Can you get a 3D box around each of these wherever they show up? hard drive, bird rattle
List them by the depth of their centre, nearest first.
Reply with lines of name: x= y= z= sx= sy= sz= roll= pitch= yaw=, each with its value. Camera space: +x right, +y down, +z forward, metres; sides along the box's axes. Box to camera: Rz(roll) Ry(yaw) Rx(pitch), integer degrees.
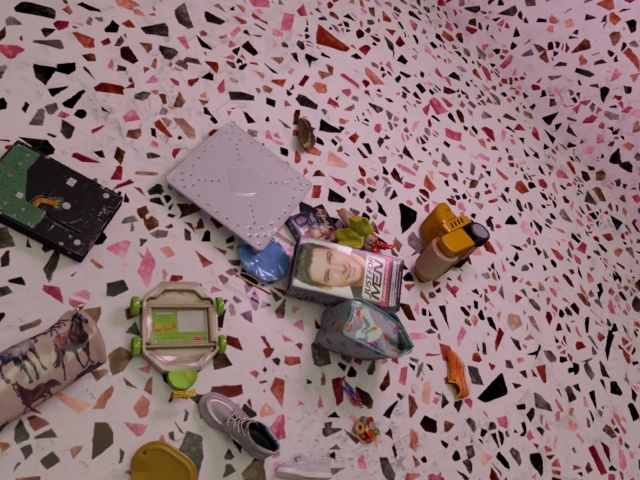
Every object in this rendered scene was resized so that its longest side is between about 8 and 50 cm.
hard drive: x=-0.785 y=-0.113 z=1.524 sx=0.338 sy=0.064 sz=0.237 roll=30 pitch=54 yaw=-14
bird rattle: x=0.162 y=-0.037 z=1.957 sx=0.253 sy=0.143 sz=0.207 roll=19 pitch=28 yaw=-46

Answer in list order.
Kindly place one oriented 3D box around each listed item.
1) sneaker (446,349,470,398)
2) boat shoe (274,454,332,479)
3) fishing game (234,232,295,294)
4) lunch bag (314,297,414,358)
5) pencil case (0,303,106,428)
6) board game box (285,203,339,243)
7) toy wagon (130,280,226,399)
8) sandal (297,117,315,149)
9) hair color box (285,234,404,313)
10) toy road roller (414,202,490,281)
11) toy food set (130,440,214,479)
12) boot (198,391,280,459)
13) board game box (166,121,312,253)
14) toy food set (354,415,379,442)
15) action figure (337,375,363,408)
sneaker: x=0.494 y=0.488 z=1.926 sx=0.067 sy=0.064 sz=0.175 roll=-4 pitch=64 yaw=-20
boat shoe: x=-0.049 y=0.659 z=1.533 sx=0.184 sy=0.066 sz=0.063 roll=13 pitch=49 yaw=-22
fishing game: x=-0.194 y=0.059 z=1.781 sx=0.189 sy=0.041 sz=0.264 roll=31 pitch=46 yaw=-12
lunch bag: x=0.150 y=0.311 z=1.723 sx=0.262 sy=0.223 sz=0.160 roll=27 pitch=63 yaw=-15
pencil case: x=-0.727 y=0.320 z=1.269 sx=0.410 sy=0.159 sz=0.184 roll=-32 pitch=98 yaw=-37
board game box: x=0.000 y=0.000 z=1.915 sx=0.165 sy=0.042 sz=0.243 roll=-25 pitch=79 yaw=-36
toy wagon: x=-0.409 y=0.286 z=1.523 sx=0.267 sy=0.068 sz=0.345 roll=4 pitch=64 yaw=-27
sandal: x=-0.064 y=-0.420 z=2.101 sx=0.072 sy=0.049 sz=0.180 roll=15 pitch=44 yaw=-28
hair color box: x=0.085 y=0.125 z=1.787 sx=0.373 sy=0.114 sz=0.186 roll=13 pitch=66 yaw=-10
toy road roller: x=0.481 y=-0.007 z=2.099 sx=0.329 sy=0.203 sz=0.241 roll=-21 pitch=65 yaw=-41
toy food set: x=-0.390 y=0.608 z=1.372 sx=0.217 sy=0.071 sz=0.128 roll=39 pitch=77 yaw=-4
boot: x=-0.221 y=0.509 z=1.474 sx=0.258 sy=0.123 sz=0.095 roll=40 pitch=53 yaw=-5
board game box: x=-0.271 y=-0.192 z=1.836 sx=0.389 sy=0.050 sz=0.390 roll=37 pitch=50 yaw=-3
toy food set: x=0.149 y=0.607 z=1.694 sx=0.082 sy=0.020 sz=0.083 roll=-31 pitch=82 yaw=-37
action figure: x=0.103 y=0.500 z=1.722 sx=0.038 sy=0.030 sz=0.115 roll=-33 pitch=86 yaw=-42
